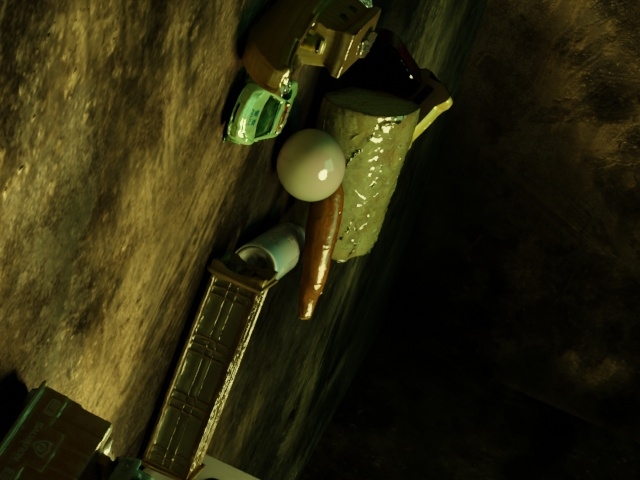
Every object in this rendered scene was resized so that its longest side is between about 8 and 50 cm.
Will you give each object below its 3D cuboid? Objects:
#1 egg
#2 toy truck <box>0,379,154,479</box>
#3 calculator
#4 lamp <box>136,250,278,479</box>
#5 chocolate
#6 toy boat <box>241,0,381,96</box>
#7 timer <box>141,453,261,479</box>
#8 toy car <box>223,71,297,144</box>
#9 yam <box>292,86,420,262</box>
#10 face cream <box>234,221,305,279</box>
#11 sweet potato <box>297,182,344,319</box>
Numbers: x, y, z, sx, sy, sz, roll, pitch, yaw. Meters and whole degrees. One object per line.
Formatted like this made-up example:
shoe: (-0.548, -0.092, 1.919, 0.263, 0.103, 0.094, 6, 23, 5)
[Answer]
egg: (-0.014, -0.112, 1.893, 0.135, 0.103, 0.103, 94, 21, -71)
toy truck: (-0.247, 0.300, 1.325, 0.338, 0.184, 0.133, 99, 18, -55)
calculator: (0.133, -0.234, 2.192, 0.157, 0.236, 0.033, -46, 126, 2)
lamp: (-0.162, 0.182, 1.822, 0.089, 0.090, 0.325, -32, 145, -76)
chocolate: (0.110, -0.299, 2.149, 0.149, 0.125, 0.080, 96, 3, -49)
toy boat: (0.002, -0.262, 1.590, 0.321, 0.121, 0.089, -55, 170, -53)
timer: (-0.203, 0.449, 1.895, 0.195, 0.192, 0.194, -54, 164, -53)
toy car: (-0.069, -0.162, 1.614, 0.093, 0.058, 0.186, -68, 171, 15)
yam: (0.054, -0.123, 2.065, 0.168, 0.168, 0.304, -56, 166, -49)
face cream: (-0.070, 0.019, 1.985, 0.229, 0.075, 0.075, -38, 149, -72)
sweet potato: (-0.001, 0.000, 1.986, 0.057, 0.057, 0.265, -31, 134, -74)
